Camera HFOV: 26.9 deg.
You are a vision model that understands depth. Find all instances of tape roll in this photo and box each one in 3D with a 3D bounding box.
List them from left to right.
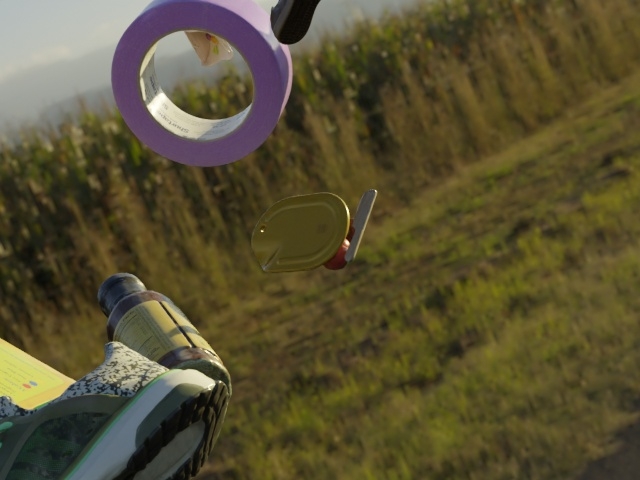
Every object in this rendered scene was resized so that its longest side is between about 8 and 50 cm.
[{"bbox_3d":[-0.186,-0.258,2.105,0.275,0.275,0.090,-20,23,18],"label":"tape roll"}]

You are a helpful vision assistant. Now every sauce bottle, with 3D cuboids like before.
[{"bbox_3d":[-0.220,0.135,1.788,0.111,0.111,0.344,-23,27,-13],"label":"sauce bottle"}]

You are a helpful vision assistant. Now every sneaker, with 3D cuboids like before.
[{"bbox_3d":[-0.290,0.241,1.348,0.182,0.158,0.410,32,49,31],"label":"sneaker"},{"bbox_3d":[-0.023,-0.362,1.859,0.066,0.071,0.188,5,-44,-36],"label":"sneaker"}]

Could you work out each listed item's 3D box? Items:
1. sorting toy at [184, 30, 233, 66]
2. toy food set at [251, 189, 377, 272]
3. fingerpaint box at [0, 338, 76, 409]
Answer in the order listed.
[{"bbox_3d":[-0.179,-0.328,2.221,0.075,0.083,0.045,22,62,41],"label":"sorting toy"},{"bbox_3d":[0.000,0.000,1.996,0.218,0.128,0.071,-4,-28,37],"label":"toy food set"},{"bbox_3d":[-0.664,0.228,2.104,0.163,0.445,0.371,-65,-12,12],"label":"fingerpaint box"}]
